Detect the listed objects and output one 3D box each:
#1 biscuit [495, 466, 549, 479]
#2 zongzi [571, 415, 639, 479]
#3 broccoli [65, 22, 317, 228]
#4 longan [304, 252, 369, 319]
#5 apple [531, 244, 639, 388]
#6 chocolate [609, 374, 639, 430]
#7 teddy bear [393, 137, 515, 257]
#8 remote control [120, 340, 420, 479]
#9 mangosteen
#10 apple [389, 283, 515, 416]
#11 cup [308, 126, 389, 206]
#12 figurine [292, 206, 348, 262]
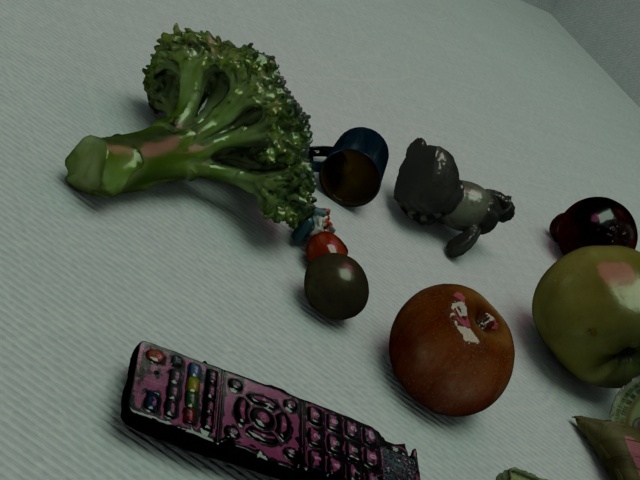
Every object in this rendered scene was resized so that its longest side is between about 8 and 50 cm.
[{"bbox_3d":[0.359,0.425,1.328,0.252,0.052,0.150,24,36,-17],"label":"biscuit"},{"bbox_3d":[0.487,0.369,1.519,0.198,0.099,0.194,16,37,18],"label":"zongzi"},{"bbox_3d":[-0.221,-0.189,1.494,0.397,0.274,0.353,-6,28,-23],"label":"broccoli"},{"bbox_3d":[0.028,0.072,1.450,0.106,0.106,0.119,54,12,28],"label":"longan"},{"bbox_3d":[0.524,0.136,1.711,0.262,0.262,0.262,26,31,-17],"label":"apple"},{"bbox_3d":[0.616,0.318,1.642,0.221,0.221,0.147,47,14,18],"label":"chocolate"},{"bbox_3d":[0.248,-0.063,1.844,0.251,0.144,0.171,41,61,-23],"label":"teddy bear"},{"bbox_3d":[-0.056,0.239,1.155,0.399,0.062,0.144,24,31,-17],"label":"remote control"},{"bbox_3d":[0.612,-0.017,2.118,0.200,0.200,0.199,26,31,-17],"label":"mangosteen"},{"bbox_3d":[0.204,0.161,1.431,0.201,0.162,0.201,26,29,-16],"label":"apple"},{"bbox_3d":[0.054,-0.153,1.773,0.150,0.113,0.138,35,28,-6],"label":"cup"},{"bbox_3d":[0.000,0.000,1.545,0.075,0.068,0.140,17,33,-34],"label":"figurine"}]
